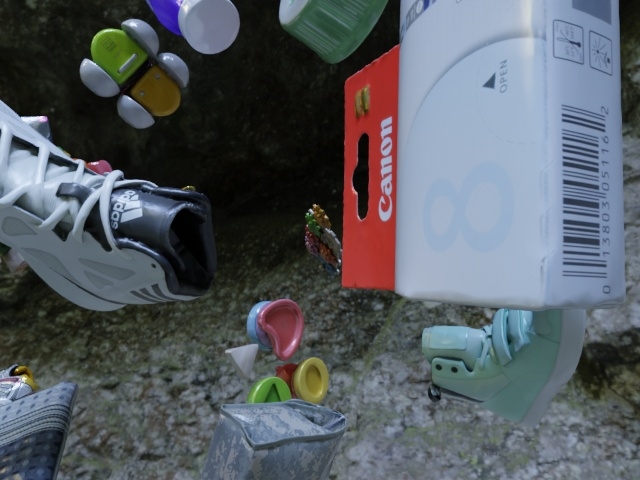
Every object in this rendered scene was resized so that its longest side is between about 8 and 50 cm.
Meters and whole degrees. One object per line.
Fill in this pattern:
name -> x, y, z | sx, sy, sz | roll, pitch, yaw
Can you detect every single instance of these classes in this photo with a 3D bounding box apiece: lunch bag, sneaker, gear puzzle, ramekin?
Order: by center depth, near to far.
sneaker -> -0.266, -0.068, 0.456 | 0.257, 0.169, 0.447 | -5, -34, 29
sneaker -> 0.192, 0.111, 0.513 | 0.151, 0.094, 0.256 | 11, -51, 16
sneaker -> -0.588, 0.284, 0.863 | 0.225, 0.093, 0.088 | -3, -54, 47
lunch bag -> -0.088, 0.472, 0.951 | 0.287, 0.235, 0.169 | 14, 4, -40
ramekin -> 0.029, -0.590, 1.061 | 0.148, 0.303, 0.303 | 18, -43, -29
gear puzzle -> 0.000, 0.000, 1.453 | 0.175, 0.044, 0.339 | 50, -18, 20

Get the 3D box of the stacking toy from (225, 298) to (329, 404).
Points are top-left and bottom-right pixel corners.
stacking toy -> -0.139, 0.323, 1.179 | 0.130, 0.279, 0.309 | -12, -77, 40

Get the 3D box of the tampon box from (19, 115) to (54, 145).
tampon box -> -0.535, -0.124, 0.810 | 0.120, 0.161, 0.101 | -11, -23, -31

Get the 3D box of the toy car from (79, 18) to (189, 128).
toy car -> -0.361, -0.319, 0.886 | 0.182, 0.159, 0.136 | 45, -13, -33

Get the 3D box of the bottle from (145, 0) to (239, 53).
bottle -> -0.190, -0.338, 0.575 | 0.092, 0.283, 0.118 | -31, -28, -7

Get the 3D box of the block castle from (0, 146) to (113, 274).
block castle -> -0.702, -0.085, 1.046 | 0.303, 0.453, 0.213 | -40, -102, 14

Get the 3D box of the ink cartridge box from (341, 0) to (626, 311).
ink cartridge box -> 0.088, -0.097, 0.463 | 0.091, 0.308, 0.385 | 3, -5, -27

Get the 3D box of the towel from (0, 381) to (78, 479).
towel -> -0.437, 0.314, 0.472 | 0.324, 0.312, 0.056 | -19, -63, -10

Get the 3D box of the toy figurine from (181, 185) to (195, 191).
toy figurine -> -0.525, -0.099, 1.577 | 0.209, 0.148, 0.213 | -5, -19, -11
